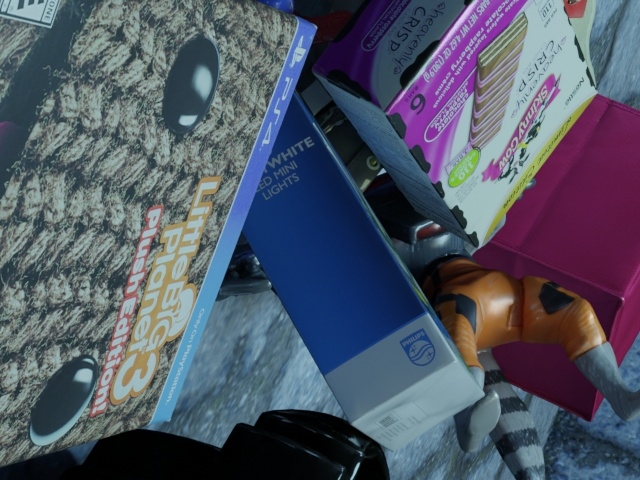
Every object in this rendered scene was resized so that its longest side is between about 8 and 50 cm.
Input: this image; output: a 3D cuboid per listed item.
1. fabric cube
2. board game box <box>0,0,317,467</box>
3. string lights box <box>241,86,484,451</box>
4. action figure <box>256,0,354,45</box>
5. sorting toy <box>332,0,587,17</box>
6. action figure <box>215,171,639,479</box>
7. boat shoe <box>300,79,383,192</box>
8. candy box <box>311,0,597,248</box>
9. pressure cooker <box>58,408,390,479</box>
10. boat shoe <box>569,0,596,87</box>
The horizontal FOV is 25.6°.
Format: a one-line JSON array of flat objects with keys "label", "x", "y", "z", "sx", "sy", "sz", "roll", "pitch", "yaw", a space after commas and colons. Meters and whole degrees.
[{"label": "fabric cube", "x": 0.269, "y": 0.001, "z": 1.628, "sx": 0.258, "sy": 0.259, "sz": 0.254, "roll": -54, "pitch": 159, "yaw": -33}, {"label": "board game box", "x": -0.151, "y": -0.031, "z": 0.631, "sx": 0.291, "sy": 0.141, "sz": 0.232, "roll": -4, "pitch": 116, "yaw": -69}, {"label": "string lights box", "x": 0.000, "y": 0.000, "z": 0.904, "sx": 0.077, "sy": 0.259, "sz": 0.133, "roll": -32, "pitch": 160, "yaw": 4}, {"label": "action figure", "x": -0.015, "y": -0.196, "z": 0.820, "sx": 0.280, "sy": 0.139, "sz": 0.091, "roll": 10, "pitch": 60, "yaw": -69}, {"label": "sorting toy", "x": 0.146, "y": -0.286, "z": 1.064, "sx": 0.257, "sy": 0.089, "sz": 0.255, "roll": -10, "pitch": 117, "yaw": -47}, {"label": "action figure", "x": 0.065, "y": 0.061, "z": 1.129, "sx": 0.341, "sy": 0.330, "sz": 0.178, "roll": -16, "pitch": 128, "yaw": -26}, {"label": "boat shoe", "x": 0.063, "y": -0.106, "z": 1.148, "sx": 0.109, "sy": 0.091, "sz": 0.305, "roll": -43, "pitch": 175, "yaw": 36}, {"label": "candy box", "x": 0.104, "y": -0.112, "z": 0.988, "sx": 0.159, "sy": 0.071, "sz": 0.233, "roll": -53, "pitch": 151, "yaw": -5}, {"label": "pressure cooker", "x": -0.059, "y": 0.321, "z": 0.916, "sx": 0.370, "sy": 0.375, "sz": 0.420, "roll": -15, "pitch": -139, "yaw": 57}, {"label": "boat shoe", "x": 0.272, "y": -0.243, "z": 1.650, "sx": 0.084, "sy": 0.079, "sz": 0.233, "roll": -26, "pitch": 130, "yaw": -21}]
